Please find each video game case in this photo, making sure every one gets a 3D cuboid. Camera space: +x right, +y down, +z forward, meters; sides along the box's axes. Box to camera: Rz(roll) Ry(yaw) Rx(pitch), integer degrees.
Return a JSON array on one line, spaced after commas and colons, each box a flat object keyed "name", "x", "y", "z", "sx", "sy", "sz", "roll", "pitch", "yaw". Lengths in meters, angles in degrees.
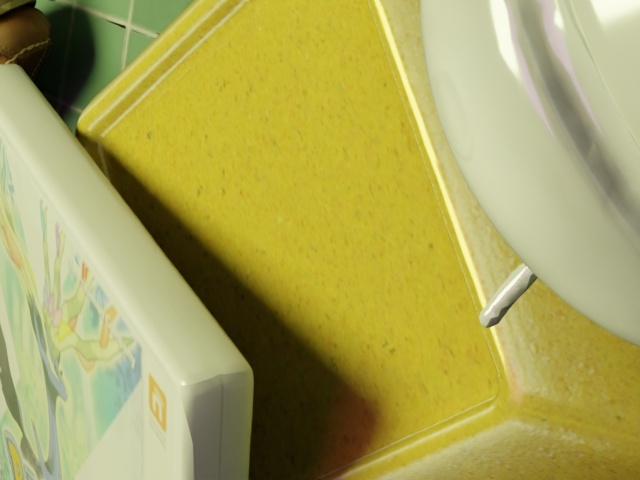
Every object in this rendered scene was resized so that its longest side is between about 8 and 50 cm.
[{"name": "video game case", "x": -0.121, "y": 0.106, "z": 0.718, "sx": 0.329, "sy": 0.036, "sz": 0.300, "roll": 46, "pitch": 139, "yaw": 50}]

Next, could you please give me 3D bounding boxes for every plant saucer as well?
[{"name": "plant saucer", "x": 0.000, "y": 0.000, "z": 0.632, "sx": 0.333, "sy": 0.081, "sz": 0.333, "roll": -34, "pitch": 68, "yaw": 45}]

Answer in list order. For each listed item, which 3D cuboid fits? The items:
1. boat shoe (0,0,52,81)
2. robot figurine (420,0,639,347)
[{"name": "boat shoe", "x": -0.245, "y": -0.047, "z": 0.902, "sx": 0.104, "sy": 0.111, "sz": 0.307, "roll": 52, "pitch": 134, "yaw": 0}, {"name": "robot figurine", "x": 0.165, "y": -0.082, "z": 0.344, "sx": 0.353, "sy": 0.200, "sz": 0.300, "roll": -27, "pitch": 36, "yaw": 47}]
